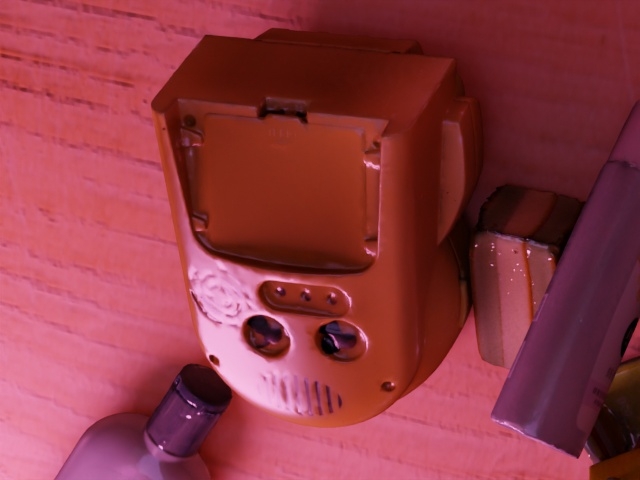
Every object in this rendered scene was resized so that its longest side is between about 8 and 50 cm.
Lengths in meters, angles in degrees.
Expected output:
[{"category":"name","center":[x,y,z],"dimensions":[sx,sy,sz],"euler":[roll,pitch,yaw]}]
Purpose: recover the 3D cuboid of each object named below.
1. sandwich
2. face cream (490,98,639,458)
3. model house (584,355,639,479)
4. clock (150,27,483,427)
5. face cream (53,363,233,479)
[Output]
[{"category":"sandwich","center":[0.157,0.051,1.448],"dimensions":[0.079,0.113,0.163],"euler":[13,113,17]},{"category":"face cream","center":[0.213,0.026,1.357],"dimensions":[0.073,0.107,0.269],"euler":[23,85,14]},{"category":"model house","center":[0.288,0.141,1.311],"dimensions":[0.300,0.323,0.340],"euler":[-26,98,26]},{"category":"clock","center":[0.000,0.000,1.459],"dimensions":[0.244,0.200,0.317],"euler":[10,120,21]},{"category":"face cream","center":[-0.170,0.234,1.661],"dimensions":[0.144,0.071,0.291],"euler":[38,117,5]}]
